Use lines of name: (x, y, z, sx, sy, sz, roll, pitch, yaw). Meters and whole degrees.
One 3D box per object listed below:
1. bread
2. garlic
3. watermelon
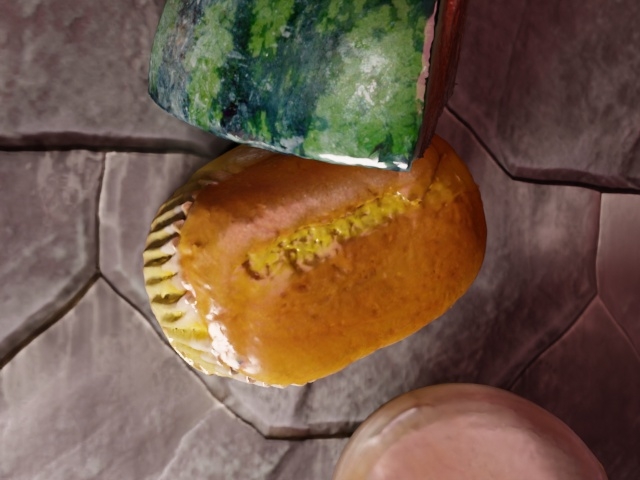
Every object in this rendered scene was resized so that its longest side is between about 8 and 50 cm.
bread: (0.000, 0.000, 1.020, 0.288, 0.156, 0.204, -23, 98, -23)
garlic: (0.126, 0.263, 1.069, 0.325, 0.132, 0.278, -19, 95, -19)
watermelon: (0.004, -0.199, 1.013, 0.251, 0.292, 0.283, 20, 89, 5)
